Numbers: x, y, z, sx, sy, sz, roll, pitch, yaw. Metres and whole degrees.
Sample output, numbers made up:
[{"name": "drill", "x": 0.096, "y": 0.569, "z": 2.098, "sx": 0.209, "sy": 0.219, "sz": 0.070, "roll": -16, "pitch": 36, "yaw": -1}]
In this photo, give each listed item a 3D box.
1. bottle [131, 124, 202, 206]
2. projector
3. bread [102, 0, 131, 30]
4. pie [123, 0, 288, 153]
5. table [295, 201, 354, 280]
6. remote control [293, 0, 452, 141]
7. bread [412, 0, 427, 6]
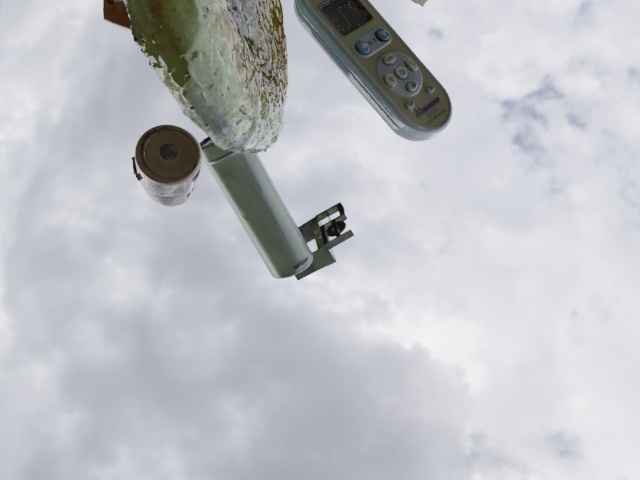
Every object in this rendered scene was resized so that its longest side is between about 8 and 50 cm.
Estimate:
[{"name": "bottle", "x": -0.229, "y": -0.102, "z": 0.793, "sx": 0.152, "sy": 0.099, "sz": 0.098, "roll": 147, "pitch": -42, "yaw": -69}, {"name": "projector", "x": -0.133, "y": -0.078, "z": 1.137, "sx": 0.108, "sy": 0.337, "sz": 0.108, "roll": -23, "pitch": -156, "yaw": 11}, {"name": "bread", "x": -0.338, "y": -0.447, "z": 1.052, "sx": 0.226, "sy": 0.049, "sz": 0.088, "roll": 27, "pitch": -51, "yaw": 20}, {"name": "pie", "x": -0.084, "y": -0.218, "z": 0.438, "sx": 0.071, "sy": 0.323, "sz": 0.322, "roll": -6, "pitch": -115, "yaw": 7}, {"name": "table", "x": 0.000, "y": 0.000, "z": 1.309, "sx": 0.176, "sy": 0.062, "sz": 0.146, "roll": -28, "pitch": -149, "yaw": 8}, {"name": "remote control", "x": 0.061, "y": -0.218, "z": 0.638, "sx": 0.087, "sy": 0.047, "sz": 0.244, "roll": -40, "pitch": -90, "yaw": -24}, {"name": "bread", "x": 0.268, "y": -0.698, "z": 1.371, "sx": 0.152, "sy": 0.077, "sz": 0.105, "roll": -50, "pitch": -142, "yaw": 28}]
